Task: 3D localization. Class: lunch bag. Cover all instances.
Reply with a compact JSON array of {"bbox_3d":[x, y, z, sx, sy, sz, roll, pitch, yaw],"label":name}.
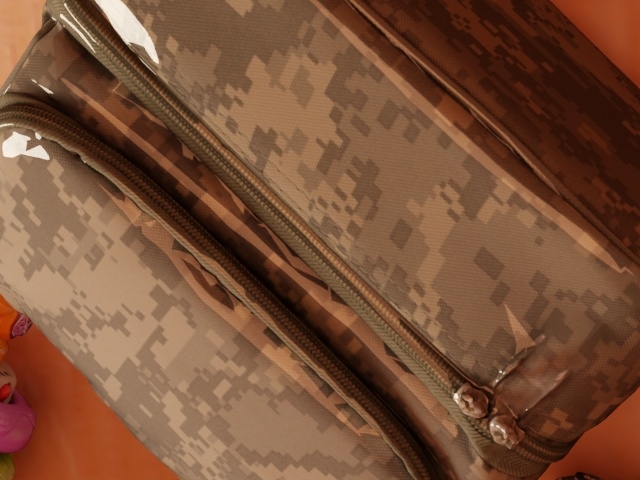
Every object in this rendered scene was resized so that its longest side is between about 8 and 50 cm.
[{"bbox_3d":[0.000,0.000,0.699,0.305,0.212,0.256,44,116,4],"label":"lunch bag"}]

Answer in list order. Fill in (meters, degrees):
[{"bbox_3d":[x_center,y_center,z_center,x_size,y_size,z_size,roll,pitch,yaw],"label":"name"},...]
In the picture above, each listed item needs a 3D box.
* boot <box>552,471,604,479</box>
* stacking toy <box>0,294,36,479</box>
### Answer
[{"bbox_3d":[0.201,0.134,0.739,0.190,0.069,0.086,26,98,2],"label":"boot"},{"bbox_3d":[-0.213,0.100,0.819,0.166,0.175,0.302,33,93,14],"label":"stacking toy"}]
